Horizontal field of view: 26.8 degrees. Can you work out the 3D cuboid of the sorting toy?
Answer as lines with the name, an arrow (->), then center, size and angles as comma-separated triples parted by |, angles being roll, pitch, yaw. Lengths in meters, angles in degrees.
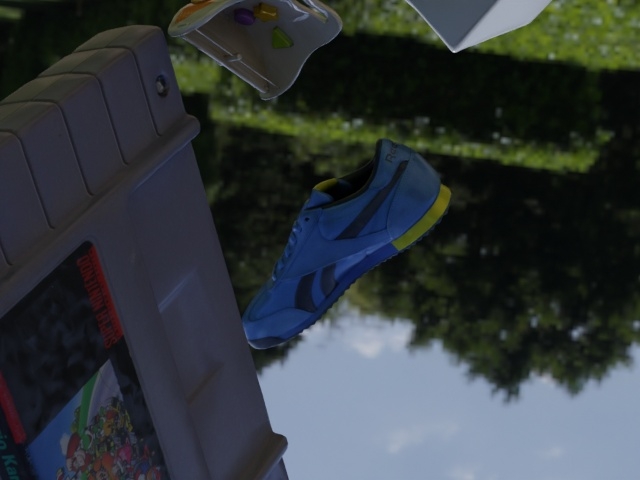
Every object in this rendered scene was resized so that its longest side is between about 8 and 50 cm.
sorting toy -> -0.030, -0.125, 0.769 | 0.075, 0.045, 0.083 | -12, 150, 37

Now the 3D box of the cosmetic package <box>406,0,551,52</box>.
cosmetic package -> 0.150, -0.280, 1.107 | 0.151, 0.151, 0.183 | -27, 165, -50

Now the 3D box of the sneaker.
sneaker -> 0.000, 0.000, 1.013 | 0.082, 0.209, 0.069 | 39, -152, -21

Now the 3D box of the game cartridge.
game cartridge -> -0.112, 0.085, 0.756 | 0.068, 0.355, 0.230 | -2, -152, 23
